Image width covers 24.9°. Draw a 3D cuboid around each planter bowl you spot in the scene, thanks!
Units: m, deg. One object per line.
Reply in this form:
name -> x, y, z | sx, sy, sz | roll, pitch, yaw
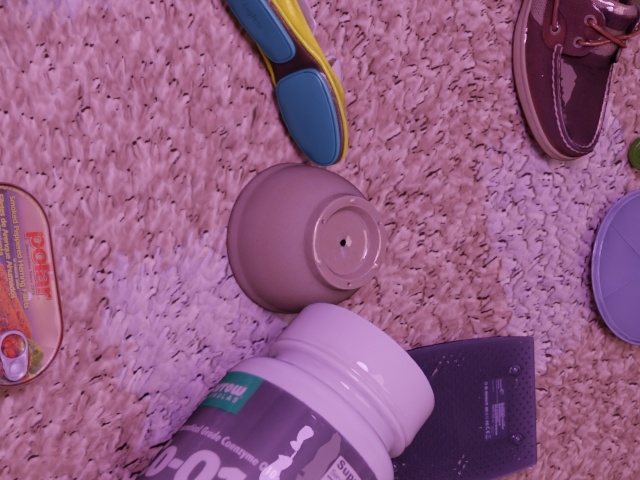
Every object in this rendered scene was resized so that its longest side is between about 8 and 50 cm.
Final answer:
planter bowl -> 0.000, 0.000, 1.504 | 0.162, 0.109, 0.162 | -2, 94, -37

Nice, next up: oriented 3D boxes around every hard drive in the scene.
hard drive -> 0.141, 0.198, 1.654 | 0.255, 0.054, 0.172 | -6, 96, -37

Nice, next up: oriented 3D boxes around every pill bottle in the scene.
pill bottle -> -0.059, 0.246, 1.414 | 0.361, 0.204, 0.204 | -49, 119, -25

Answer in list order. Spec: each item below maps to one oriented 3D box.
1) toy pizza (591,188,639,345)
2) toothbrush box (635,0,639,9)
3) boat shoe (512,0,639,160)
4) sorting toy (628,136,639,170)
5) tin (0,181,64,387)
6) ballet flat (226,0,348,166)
toy pizza -> 0.412, 0.034, 1.863 | 0.201, 0.032, 0.201 | -1, 92, -36
toothbrush box -> 0.490, -0.360, 1.845 | 0.283, 0.122, 0.206 | 42, 69, -32
boat shoe -> 0.314, -0.265, 1.715 | 0.123, 0.123, 0.342 | 1, 92, -37
sorting toy -> 0.440, -0.124, 1.870 | 0.102, 0.061, 0.042 | -58, 157, -11
tin -> -0.294, 0.040, 1.331 | 0.106, 0.040, 0.189 | -10, 99, -32
ballet flat -> -0.019, -0.191, 1.506 | 0.077, 0.077, 0.231 | -48, 118, -44
